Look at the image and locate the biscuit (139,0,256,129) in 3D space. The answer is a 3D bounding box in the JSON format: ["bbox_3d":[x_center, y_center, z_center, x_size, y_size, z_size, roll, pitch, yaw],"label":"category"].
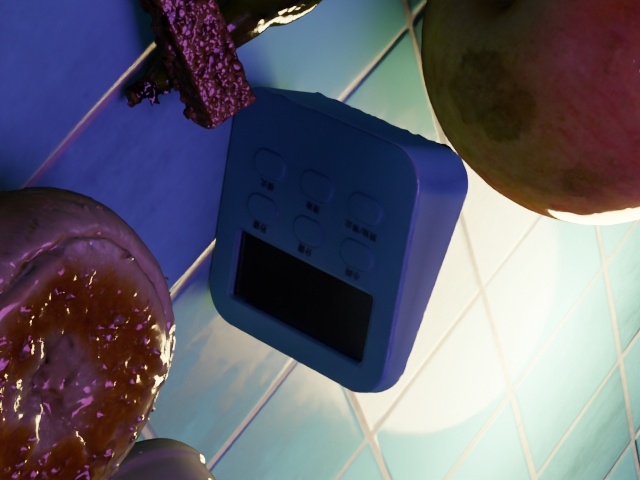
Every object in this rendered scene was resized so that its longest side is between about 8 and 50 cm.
[{"bbox_3d":[-0.113,-0.188,1.414,0.064,0.034,0.199,-38,126,-27],"label":"biscuit"}]

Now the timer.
[{"bbox_3d":[0.000,0.000,1.576,0.091,0.232,0.250,-3,113,-54],"label":"timer"}]

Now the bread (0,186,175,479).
[{"bbox_3d":[-0.251,0.095,1.338,0.305,0.158,0.306,-35,136,-43],"label":"bread"}]

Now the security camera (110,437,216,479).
[{"bbox_3d":[-0.173,0.320,1.597,0.191,0.197,0.277,-25,126,-34],"label":"security camera"}]

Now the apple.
[{"bbox_3d":[0.274,-0.199,1.734,0.364,0.364,0.364,-35,138,-39],"label":"apple"}]

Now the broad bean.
[{"bbox_3d":[-0.066,-0.205,1.512,0.297,0.043,0.060,-36,146,-37],"label":"broad bean"}]
